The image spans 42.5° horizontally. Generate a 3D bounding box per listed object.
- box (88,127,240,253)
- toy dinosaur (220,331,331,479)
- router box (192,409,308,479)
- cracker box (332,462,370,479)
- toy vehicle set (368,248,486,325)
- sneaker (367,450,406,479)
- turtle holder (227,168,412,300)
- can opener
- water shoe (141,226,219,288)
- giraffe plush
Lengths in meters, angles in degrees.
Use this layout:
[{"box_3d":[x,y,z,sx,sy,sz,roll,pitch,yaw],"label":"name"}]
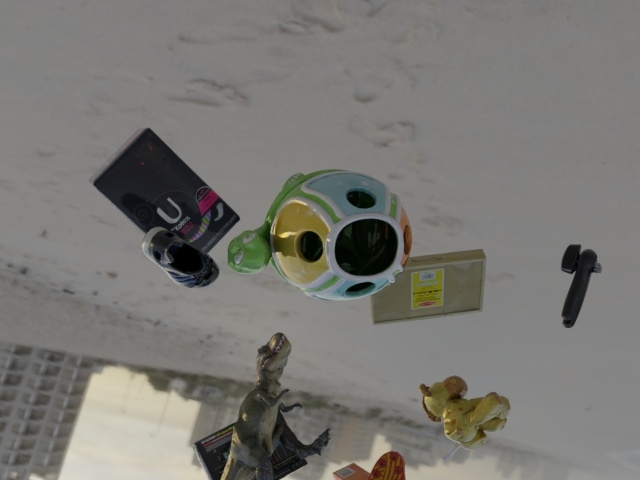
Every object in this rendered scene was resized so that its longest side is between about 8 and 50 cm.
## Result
[{"box_3d":[-0.328,-0.087,1.726,0.270,0.165,0.143,45,172,-18],"label":"box"},{"box_3d":[-0.064,0.248,0.962,0.118,0.268,0.064,20,169,18],"label":"toy dinosaur"},{"box_3d":[-0.091,0.277,1.062,0.122,0.092,0.038,-23,165,-20],"label":"router box"},{"box_3d":[0.115,0.654,1.916,0.067,0.232,0.156,-20,-170,-23],"label":"cracker box"},{"box_3d":[0.242,0.108,1.884,0.267,0.035,0.166,-6,128,-4],"label":"toy vehicle set"},{"box_3d":[0.105,0.432,1.341,0.064,0.175,0.067,7,165,15],"label":"sneaker"},{"box_3d":[0.012,-0.015,1.450,0.320,0.243,0.227,23,-178,-20],"label":"turtle holder"},{"box_3d":[0.505,0.091,1.615,0.073,0.186,0.059,0,145,34],"label":"can opener"},{"box_3d":[-0.223,0.045,1.399,0.080,0.073,0.203,26,174,33],"label":"water shoe"},{"box_3d":[0.327,0.404,1.982,0.170,0.210,0.181,49,157,36],"label":"giraffe plush"}]
